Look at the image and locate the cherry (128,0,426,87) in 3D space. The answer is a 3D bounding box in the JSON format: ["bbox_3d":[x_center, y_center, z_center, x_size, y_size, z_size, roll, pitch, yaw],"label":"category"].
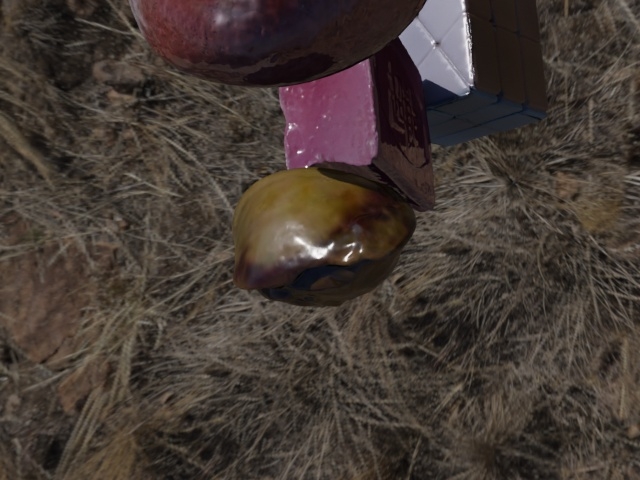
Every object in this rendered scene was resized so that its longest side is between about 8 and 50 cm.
[{"bbox_3d":[-0.024,-0.248,0.639,0.285,0.213,0.236,-37,56,-18],"label":"cherry"}]

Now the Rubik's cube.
[{"bbox_3d":[0.223,-0.301,1.381,0.231,0.224,0.221,-13,77,45],"label":"Rubik's cube"}]

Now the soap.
[{"bbox_3d":[0.057,-0.169,1.118,0.128,0.359,0.233,-7,80,18],"label":"soap"}]

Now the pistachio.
[{"bbox_3d":[0.000,0.000,0.742,0.165,0.210,0.130,-48,118,-25],"label":"pistachio"}]
